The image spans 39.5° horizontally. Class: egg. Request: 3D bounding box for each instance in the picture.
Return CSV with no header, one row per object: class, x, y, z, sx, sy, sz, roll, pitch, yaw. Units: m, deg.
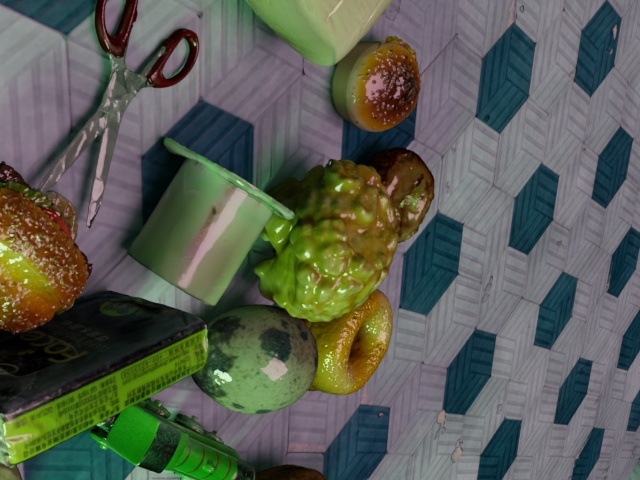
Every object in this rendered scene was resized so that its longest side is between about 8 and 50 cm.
egg,-0.085,0.152,1.141,0.182,0.141,0.141,6,101,-43

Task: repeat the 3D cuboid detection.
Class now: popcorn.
popcorn,0.002,-0.001,1.134,0.169,0.189,0.218,42,53,-30

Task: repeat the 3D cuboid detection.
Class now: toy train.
toy train,-0.175,0.257,1.100,0.251,0.119,0.085,41,73,-49

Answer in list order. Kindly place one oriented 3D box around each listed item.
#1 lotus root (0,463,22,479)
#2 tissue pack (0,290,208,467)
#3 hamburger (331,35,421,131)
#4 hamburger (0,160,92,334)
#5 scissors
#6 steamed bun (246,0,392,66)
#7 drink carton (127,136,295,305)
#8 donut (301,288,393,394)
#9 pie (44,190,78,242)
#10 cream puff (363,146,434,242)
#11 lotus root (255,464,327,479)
lotus root,-0.359,0.274,0.920,0.143,0.070,0.144,-60,142,-12
tissue pack,-0.255,0.126,0.897,0.236,0.173,0.073,-22,116,-43
hamburger,0.084,-0.215,1.226,0.141,0.082,0.126,-30,128,-38
hamburger,-0.297,0.022,0.847,0.137,0.087,0.166,-38,129,-9
scissors,-0.217,-0.139,0.935,0.144,0.017,0.247,34,76,-52
steamed bun,-0.013,-0.331,0.996,0.200,0.155,0.250,-53,145,-16
drink carton,-0.132,-0.012,1.017,0.142,0.144,0.146,-59,141,-4
donut,0.043,0.152,1.351,0.190,0.075,0.174,-42,134,-32
pie,-0.287,-0.012,0.919,0.084,0.020,0.084,-24,124,-42
cream puff,0.100,-0.066,1.314,0.149,0.084,0.149,-20,120,-40
lotus root,-0.095,0.421,1.240,0.291,0.193,0.193,-4,109,-58
